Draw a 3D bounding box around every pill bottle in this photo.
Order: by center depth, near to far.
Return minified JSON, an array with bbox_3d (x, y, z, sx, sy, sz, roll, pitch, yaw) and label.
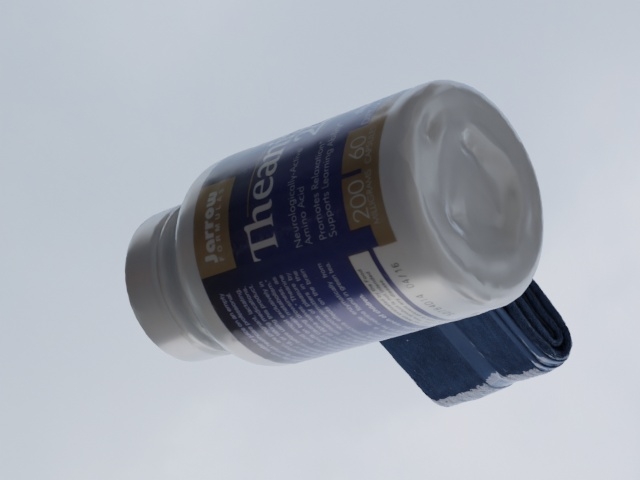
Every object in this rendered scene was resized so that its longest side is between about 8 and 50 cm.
[{"bbox_3d":[0.000,0.000,0.541,0.120,0.067,0.067,-18,-120,39],"label":"pill bottle"}]

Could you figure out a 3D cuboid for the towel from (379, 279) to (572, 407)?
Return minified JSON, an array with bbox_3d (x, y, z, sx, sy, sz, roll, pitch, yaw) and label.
[{"bbox_3d":[0.077,0.046,0.919,0.029,0.119,0.067,-42,-85,-30],"label":"towel"}]
